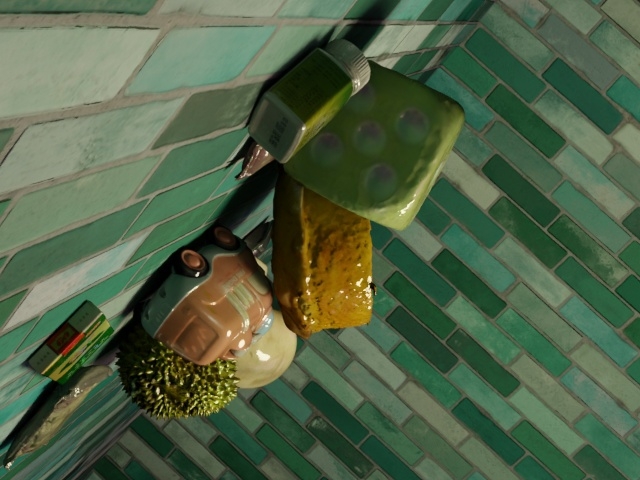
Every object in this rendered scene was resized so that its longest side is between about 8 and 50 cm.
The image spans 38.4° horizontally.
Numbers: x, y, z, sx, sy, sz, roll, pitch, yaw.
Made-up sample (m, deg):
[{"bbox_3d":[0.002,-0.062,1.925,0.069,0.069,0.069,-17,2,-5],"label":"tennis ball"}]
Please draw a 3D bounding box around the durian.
[{"bbox_3d":[-0.317,0.264,1.972,0.225,0.291,0.291,-29,166,-40],"label":"durian"}]

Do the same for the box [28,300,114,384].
[{"bbox_3d":[-0.402,0.172,1.506,0.132,0.034,0.235,-47,177,-15],"label":"box"}]

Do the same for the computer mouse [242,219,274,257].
[{"bbox_3d":[-0.177,0.015,2.464,0.192,0.062,0.106,-44,176,-36],"label":"computer mouse"}]

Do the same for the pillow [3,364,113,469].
[{"bbox_3d":[-0.512,0.328,1.772,0.255,0.059,0.169,-47,177,20],"label":"pillow"}]

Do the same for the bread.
[{"bbox_3d":[0.000,0.000,1.933,0.398,0.215,0.398,-2,90,-89],"label":"bread"}]

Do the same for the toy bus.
[{"bbox_3d":[-0.210,0.124,1.836,0.194,0.232,0.288,-53,173,29],"label":"toy bus"}]

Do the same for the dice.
[{"bbox_3d":[0.100,-0.177,1.648,0.254,0.250,0.252,-62,174,7],"label":"dice"}]

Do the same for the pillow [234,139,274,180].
[{"bbox_3d":[-0.084,-0.165,1.584,0.118,0.043,0.185,-53,175,30],"label":"pillow"}]

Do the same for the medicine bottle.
[{"bbox_3d":[-0.013,-0.223,1.411,0.188,0.088,0.132,-46,176,-27],"label":"medicine bottle"}]

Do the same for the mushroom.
[{"bbox_3d":[-0.206,0.227,2.263,0.353,0.325,0.353,-40,155,-23],"label":"mushroom"}]
